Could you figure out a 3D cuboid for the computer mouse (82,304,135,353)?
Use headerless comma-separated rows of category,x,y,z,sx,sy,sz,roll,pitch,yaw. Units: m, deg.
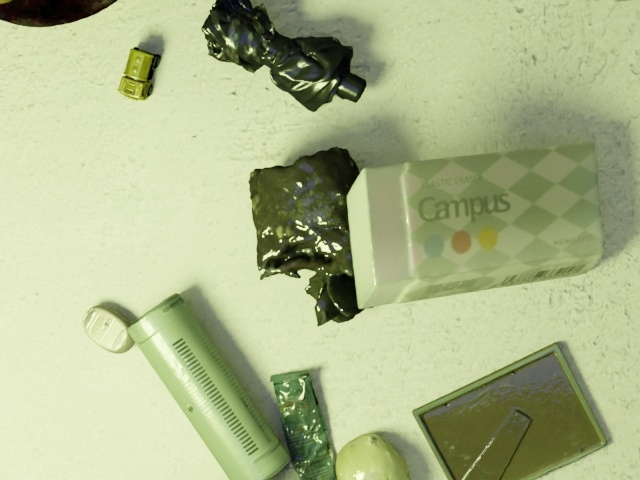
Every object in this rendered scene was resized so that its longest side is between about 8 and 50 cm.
computer mouse,-0.352,0.149,1.873,0.096,0.039,0.066,34,99,9

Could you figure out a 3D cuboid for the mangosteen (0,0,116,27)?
mangosteen,-0.422,-0.500,1.599,0.382,0.435,0.382,1,94,8

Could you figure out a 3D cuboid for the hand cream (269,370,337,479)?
hand cream,-0.019,0.339,1.850,0.075,0.052,0.248,-15,95,8

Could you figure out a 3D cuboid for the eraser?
eraser,0.238,-0.024,1.668,0.396,0.082,0.213,-8,94,-22

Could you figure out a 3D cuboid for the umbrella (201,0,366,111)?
umbrella,-0.056,-0.290,1.754,0.272,0.110,0.122,26,99,-2

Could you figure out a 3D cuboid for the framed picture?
framed picture,0.310,0.307,1.825,0.265,0.018,0.192,-26,93,9

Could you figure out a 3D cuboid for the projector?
projector,-0.183,0.251,1.830,0.108,0.108,0.337,-34,92,10

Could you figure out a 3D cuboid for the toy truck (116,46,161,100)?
toy truck,-0.296,-0.268,1.805,0.049,0.054,0.083,19,100,4

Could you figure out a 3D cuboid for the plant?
plant,0.000,0.000,1.742,0.188,0.199,0.276,-20,91,15

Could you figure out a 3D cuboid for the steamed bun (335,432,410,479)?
steamed bun,0.083,0.388,1.824,0.112,0.091,0.130,-34,93,11
